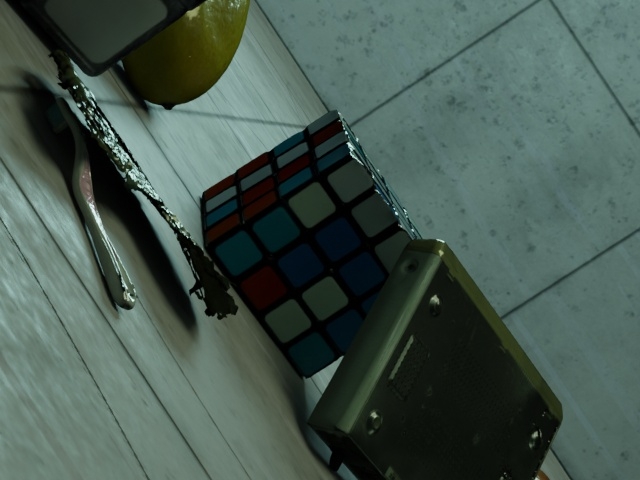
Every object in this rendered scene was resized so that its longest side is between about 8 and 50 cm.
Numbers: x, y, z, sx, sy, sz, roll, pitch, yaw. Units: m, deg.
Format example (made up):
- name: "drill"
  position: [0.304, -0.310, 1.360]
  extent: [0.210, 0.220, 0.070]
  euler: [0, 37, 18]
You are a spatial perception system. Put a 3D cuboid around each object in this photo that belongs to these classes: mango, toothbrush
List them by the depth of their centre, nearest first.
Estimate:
- name: "toothbrush"
  position: [-0.149, -0.028, 1.103]
  extent: [0.017, 0.022, 0.204]
  euler: [37, 19, -44]
- name: "mango"
  position: [-0.119, -0.226, 1.601]
  extent: [0.237, 0.091, 0.137]
  euler: [-62, 143, -41]

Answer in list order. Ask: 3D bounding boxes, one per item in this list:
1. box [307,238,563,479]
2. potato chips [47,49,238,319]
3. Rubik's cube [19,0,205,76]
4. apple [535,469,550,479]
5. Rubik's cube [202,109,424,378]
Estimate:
- name: "box"
  position: [0.106, 0.154, 1.425]
  extent: [0.045, 0.211, 0.270]
  euler: [8, -33, 40]
- name: "potato chips"
  position: [-0.127, -0.042, 1.200]
  extent: [0.220, 0.029, 0.202]
  euler: [58, -6, -11]
- name: "Rubik's cube"
  position: [-0.179, -0.374, 1.342]
  extent: [0.304, 0.301, 0.305]
  euler: [50, 10, -40]
- name: "apple"
  position: [0.216, 0.300, 1.819]
  extent: [0.126, 0.102, 0.126]
  euler: [53, 2, -3]
- name: "Rubik's cube"
  position: [0.000, 0.000, 1.490]
  extent: [0.154, 0.151, 0.155]
  euler: [56, 6, -20]
